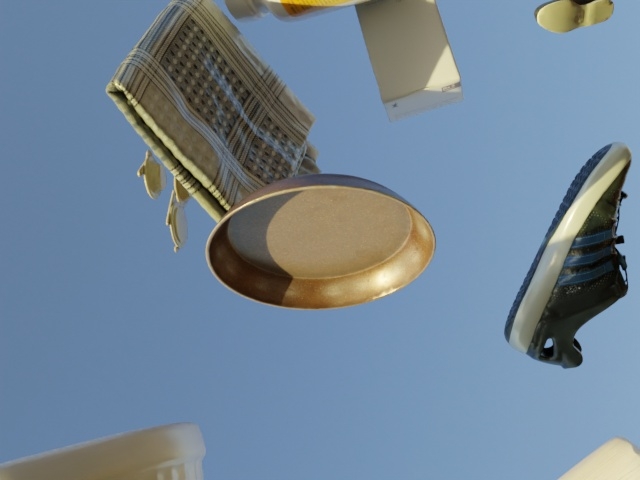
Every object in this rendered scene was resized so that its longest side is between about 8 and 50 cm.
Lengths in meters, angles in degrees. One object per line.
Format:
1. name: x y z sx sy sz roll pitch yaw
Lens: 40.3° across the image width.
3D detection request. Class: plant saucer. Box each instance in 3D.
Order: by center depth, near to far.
1. plant saucer: 0.000 0.000 0.648 0.168 0.168 0.029 27 -133 -39

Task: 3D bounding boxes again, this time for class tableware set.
1. tableware set: -0.199 -0.078 1.163 0.141 0.020 0.168 -84 -15 -50

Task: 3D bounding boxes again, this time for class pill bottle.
1. pill bottle: -0.011 -0.379 1.198 0.136 0.246 0.136 -11 -90 -69

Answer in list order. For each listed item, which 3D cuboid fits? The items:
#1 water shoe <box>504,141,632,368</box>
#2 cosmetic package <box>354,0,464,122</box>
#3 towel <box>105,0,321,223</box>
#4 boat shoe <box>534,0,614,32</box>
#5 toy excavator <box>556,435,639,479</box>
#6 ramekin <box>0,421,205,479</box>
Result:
1. water shoe: 0.233 0.015 0.756 0.073 0.080 0.203 -46 -20 -70
2. cosmetic package: 0.120 -0.299 1.264 0.085 0.118 0.231 48 -153 -71
3. towel: -0.113 -0.157 1.153 0.324 0.056 0.312 51 -149 -24
4. boat shoe: 0.361 -0.332 1.264 0.133 0.042 0.048 -14 -51 -23
5. toy excavator: 0.316 0.349 0.785 0.222 0.433 0.445 -39 -90 -1
6. ramekin: -0.196 0.217 0.574 0.273 0.273 0.127 -6 -107 -37
